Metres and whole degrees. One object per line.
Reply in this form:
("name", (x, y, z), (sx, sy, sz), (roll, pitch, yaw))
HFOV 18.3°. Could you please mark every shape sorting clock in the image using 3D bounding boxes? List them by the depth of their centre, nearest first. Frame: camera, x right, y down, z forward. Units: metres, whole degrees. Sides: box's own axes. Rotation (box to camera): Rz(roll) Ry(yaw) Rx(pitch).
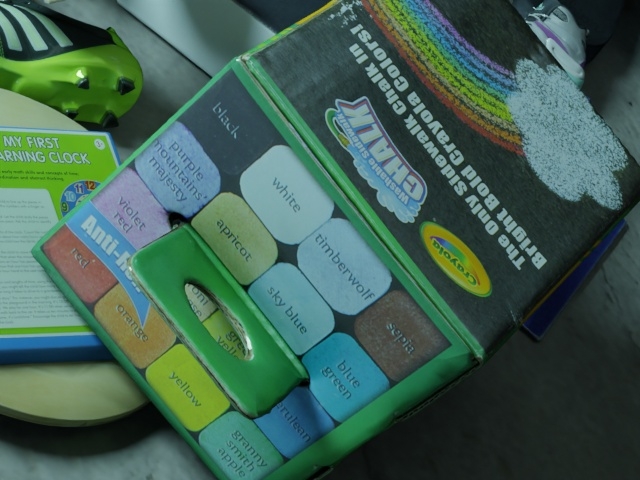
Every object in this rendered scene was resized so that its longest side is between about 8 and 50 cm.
("shape sorting clock", (-0.153, 0.004, 1.000), (0.206, 0.040, 0.206), (25, 45, -28))

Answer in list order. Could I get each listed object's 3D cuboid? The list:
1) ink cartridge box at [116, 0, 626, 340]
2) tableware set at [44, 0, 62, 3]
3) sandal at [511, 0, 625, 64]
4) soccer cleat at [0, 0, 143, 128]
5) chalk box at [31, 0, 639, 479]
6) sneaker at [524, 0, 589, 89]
("ink cartridge box", (0.050, -0.096, 1.229), (0.332, 0.065, 0.165), (39, 39, 3))
("tableware set", (-0.139, -0.164, 1.124), (0.141, 0.020, 0.168), (-26, 33, -38))
("sandal", (0.204, -0.217, 1.461), (0.097, 0.054, 0.254), (28, 40, -9))
("soccer cleat", (-0.181, -0.106, 1.086), (0.179, 0.060, 0.072), (12, 34, -34))
("chalk box", (0.000, 0.000, 0.978), (0.180, 0.179, 0.289), (52, 38, 1))
("sneaker", (0.139, -0.144, 1.338), (0.098, 0.038, 0.069), (22, 74, -29))
